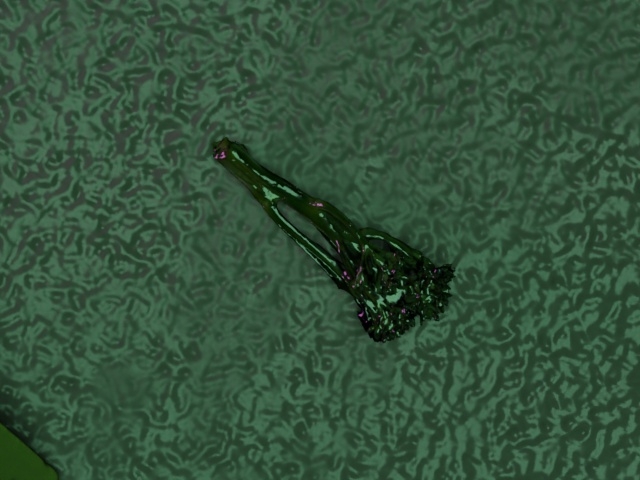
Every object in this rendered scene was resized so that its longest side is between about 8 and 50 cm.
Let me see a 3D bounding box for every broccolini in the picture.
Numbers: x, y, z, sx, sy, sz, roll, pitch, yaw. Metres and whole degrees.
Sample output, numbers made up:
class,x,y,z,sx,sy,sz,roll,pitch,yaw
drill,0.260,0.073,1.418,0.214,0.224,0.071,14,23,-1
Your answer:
class,x,y,z,sx,sy,sz,roll,pitch,yaw
broccolini,0.002,-0.003,1.144,0.201,0.058,0.074,37,82,-6

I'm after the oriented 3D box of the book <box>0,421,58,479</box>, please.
class,x,y,z,sx,sy,sz,roll,pitch,yaw
book,-0.346,0.145,1.027,0.239,0.035,0.352,-40,136,-3
